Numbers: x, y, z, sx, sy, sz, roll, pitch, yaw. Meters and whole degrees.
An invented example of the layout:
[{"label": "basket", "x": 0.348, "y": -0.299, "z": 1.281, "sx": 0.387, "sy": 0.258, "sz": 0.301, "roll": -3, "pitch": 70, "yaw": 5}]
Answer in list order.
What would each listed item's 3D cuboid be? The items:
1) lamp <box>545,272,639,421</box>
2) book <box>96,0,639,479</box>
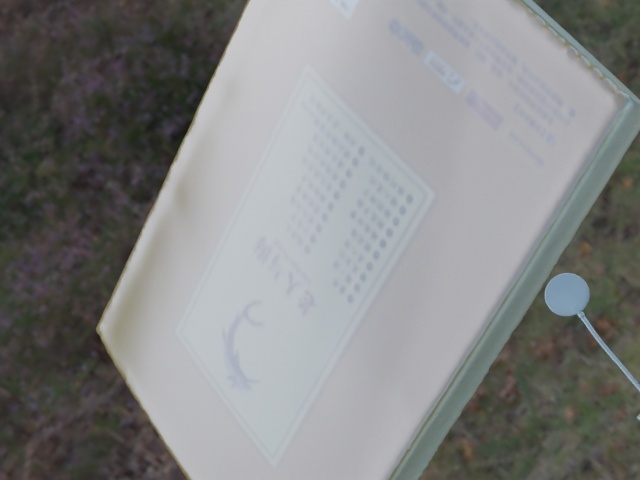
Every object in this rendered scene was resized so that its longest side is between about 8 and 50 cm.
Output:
[{"label": "lamp", "x": 0.325, "y": 0.122, "z": 1.633, "sx": 0.050, "sy": 0.198, "sz": 0.056, "roll": -38, "pitch": -15, "yaw": 10}, {"label": "book", "x": 0.000, "y": 0.000, "z": 0.827, "sx": 0.269, "sy": 0.032, "sz": 0.389, "roll": 51, "pitch": 127, "yaw": 32}]
